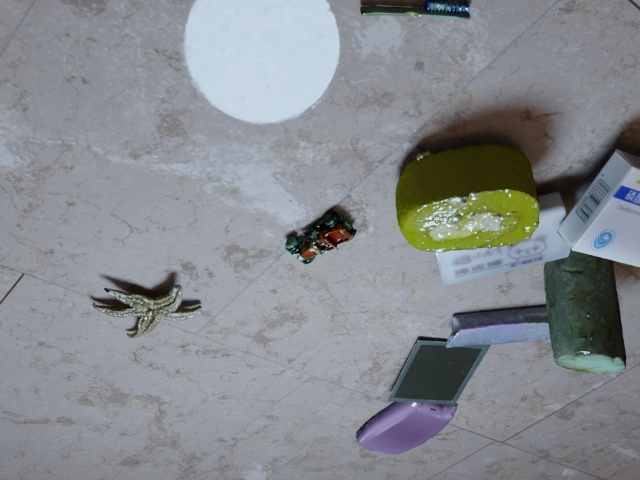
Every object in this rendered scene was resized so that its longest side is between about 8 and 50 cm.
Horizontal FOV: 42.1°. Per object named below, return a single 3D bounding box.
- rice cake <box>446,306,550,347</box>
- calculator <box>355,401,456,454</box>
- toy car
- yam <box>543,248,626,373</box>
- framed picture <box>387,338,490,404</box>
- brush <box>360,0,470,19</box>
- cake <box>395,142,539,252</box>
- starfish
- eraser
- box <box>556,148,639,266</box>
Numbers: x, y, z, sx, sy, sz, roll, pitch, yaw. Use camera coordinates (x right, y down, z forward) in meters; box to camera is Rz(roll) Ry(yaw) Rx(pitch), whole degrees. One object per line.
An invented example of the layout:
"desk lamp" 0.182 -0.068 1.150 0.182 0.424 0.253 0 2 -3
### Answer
"rice cake" 0.490 0.195 1.966 0.399 0.064 0.070 -6 129 -1
"calculator" 0.231 0.522 2.313 0.194 0.043 0.294 23 129 -29
"toy car" 0.000 0.000 1.685 0.143 0.054 0.073 -31 133 23
"yam" 0.567 0.151 1.793 0.161 0.268 0.161 0 154 0
"framed picture" 0.297 0.336 2.122 0.197 0.014 0.252 6 132 -15
"brush" 0.151 -0.366 1.309 0.178 0.033 0.030 0 132 -8
"cake" 0.271 -0.080 1.554 0.260 0.156 0.179 -6 140 2
"starfish" -0.376 0.150 1.812 0.227 0.043 0.240 19 136 -23
"eraser" 0.366 -0.001 1.707 0.270 0.095 0.174 -13 141 8
"box" 0.652 -0.046 1.647 0.343 0.065 0.200 12 121 -32
